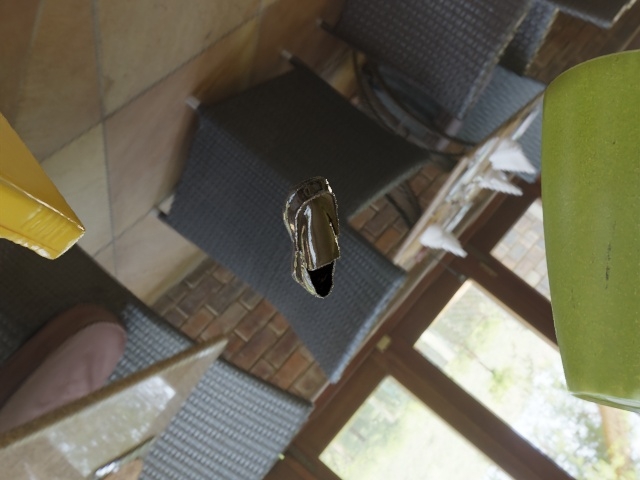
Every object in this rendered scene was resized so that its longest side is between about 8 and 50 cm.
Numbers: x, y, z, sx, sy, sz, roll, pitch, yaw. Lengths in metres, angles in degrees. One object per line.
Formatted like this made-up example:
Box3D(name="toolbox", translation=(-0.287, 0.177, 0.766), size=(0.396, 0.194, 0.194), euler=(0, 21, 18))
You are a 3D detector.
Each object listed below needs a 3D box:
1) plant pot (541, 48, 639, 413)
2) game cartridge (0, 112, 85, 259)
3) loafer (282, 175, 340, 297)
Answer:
Box3D(name="plant pot", translation=(0.325, 0.015, 0.735), size=(0.275, 0.275, 0.293), euler=(71, 32, -77))
Box3D(name="game cartridge", translation=(-0.315, -0.133, 0.511), size=(0.053, 0.285, 0.323), euler=(-40, 162, -3))
Box3D(name="loafer", translation=(0.000, 0.000, 1.132), size=(0.080, 0.078, 0.220), euler=(-26, 141, -18))
